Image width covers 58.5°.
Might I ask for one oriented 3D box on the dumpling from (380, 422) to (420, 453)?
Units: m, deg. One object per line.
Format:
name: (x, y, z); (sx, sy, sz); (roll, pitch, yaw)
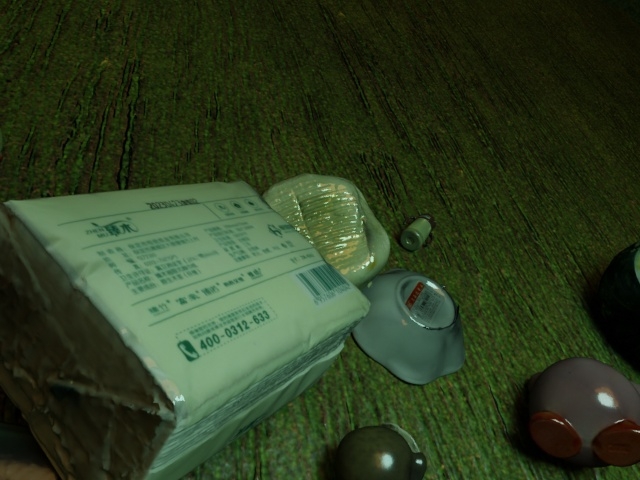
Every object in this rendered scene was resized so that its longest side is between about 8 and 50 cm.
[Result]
dumpling: (0.112, 0.286, 0.788); (0.043, 0.059, 0.077); (10, 50, -33)

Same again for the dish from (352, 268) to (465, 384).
dish: (0.161, 0.119, 0.946); (0.229, 0.081, 0.229); (14, 47, -15)

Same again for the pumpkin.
pumpkin: (0.679, 0.143, 1.112); (0.263, 0.197, 0.293); (-19, 68, -23)

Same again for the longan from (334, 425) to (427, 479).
longan: (0.078, 0.294, 0.734); (0.119, 0.106, 0.106); (3, 49, -6)

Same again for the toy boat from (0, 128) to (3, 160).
toy boat: (-0.519, -0.140, 0.843); (0.089, 0.071, 0.185); (47, 22, -50)

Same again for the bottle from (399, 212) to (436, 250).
bottle: (0.194, -0.019, 1.114); (0.101, 0.047, 0.063); (-42, 113, -48)

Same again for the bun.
bun: (0.000, 0.000, 0.936); (0.230, 0.145, 0.229); (-1, 74, 2)

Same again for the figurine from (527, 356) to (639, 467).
figurine: (0.412, 0.263, 0.888); (0.173, 0.173, 0.173); (14, 47, -15)

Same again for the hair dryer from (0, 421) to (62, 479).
hair dryer: (-0.319, 0.324, 0.522); (0.244, 0.116, 0.302); (16, 57, -13)

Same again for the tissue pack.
tissue pack: (-0.157, 0.082, 0.666); (0.297, 0.207, 0.380); (44, 26, 18)
